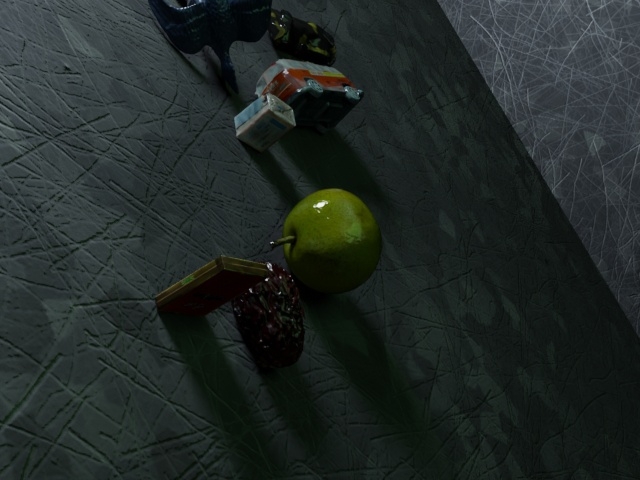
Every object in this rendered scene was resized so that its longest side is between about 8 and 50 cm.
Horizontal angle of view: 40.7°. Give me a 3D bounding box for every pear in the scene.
[{"bbox_3d":[0.000,0.000,1.466,0.216,0.166,0.180,4,67,-30],"label":"pear"}]

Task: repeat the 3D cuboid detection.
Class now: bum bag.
[{"bbox_3d":[-0.043,-0.466,1.977,0.232,0.060,0.107,8,62,-52],"label":"bum bag"}]

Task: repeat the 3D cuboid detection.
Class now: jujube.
[{"bbox_3d":[-0.070,0.107,1.290,0.104,0.104,0.166,-3,68,-59],"label":"jujube"}]

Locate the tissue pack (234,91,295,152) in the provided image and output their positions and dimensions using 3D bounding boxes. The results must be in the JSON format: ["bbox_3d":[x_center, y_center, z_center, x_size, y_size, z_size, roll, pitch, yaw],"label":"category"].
[{"bbox_3d":[-0.101,-0.216,1.581,0.074,0.094,0.059,31,37,-37],"label":"tissue pack"}]

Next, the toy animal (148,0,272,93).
[{"bbox_3d":[-0.185,-0.412,1.598,0.176,0.239,0.256,45,-31,45],"label":"toy animal"}]

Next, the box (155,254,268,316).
[{"bbox_3d":[-0.147,0.063,1.170,0.090,0.133,0.023,18,48,-51],"label":"box"}]

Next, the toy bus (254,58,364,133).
[{"bbox_3d":[-0.028,-0.299,1.773,0.120,0.121,0.265,54,27,15],"label":"toy bus"}]
